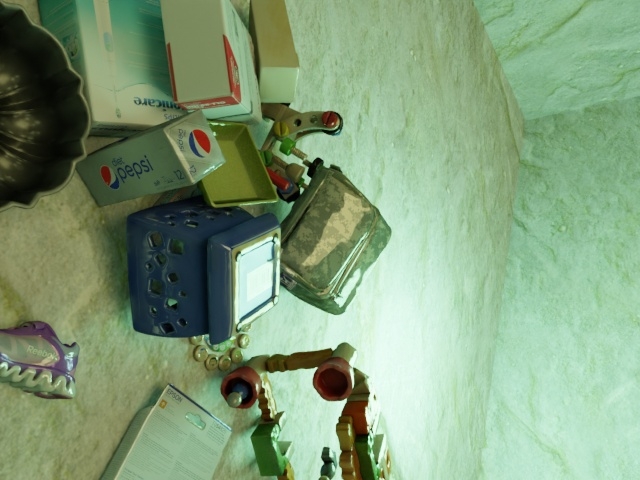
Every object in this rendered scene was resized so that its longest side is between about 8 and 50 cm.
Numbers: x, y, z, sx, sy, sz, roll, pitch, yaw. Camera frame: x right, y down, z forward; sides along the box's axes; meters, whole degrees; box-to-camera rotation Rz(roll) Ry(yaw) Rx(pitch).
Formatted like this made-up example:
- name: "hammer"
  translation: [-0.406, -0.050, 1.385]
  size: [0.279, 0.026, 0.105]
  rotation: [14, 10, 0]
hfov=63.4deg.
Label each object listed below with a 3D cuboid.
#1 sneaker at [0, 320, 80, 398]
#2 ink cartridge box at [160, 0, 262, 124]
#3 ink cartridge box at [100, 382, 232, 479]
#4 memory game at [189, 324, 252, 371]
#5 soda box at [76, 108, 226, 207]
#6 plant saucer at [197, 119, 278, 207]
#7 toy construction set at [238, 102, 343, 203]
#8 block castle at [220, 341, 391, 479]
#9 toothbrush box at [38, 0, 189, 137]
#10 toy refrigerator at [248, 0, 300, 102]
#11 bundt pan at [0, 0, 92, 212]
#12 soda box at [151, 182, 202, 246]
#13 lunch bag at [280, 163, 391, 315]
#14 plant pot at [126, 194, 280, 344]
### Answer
- name: "sneaker"
  translation: [-0.474, 0.166, 0.805]
  size: [0.236, 0.095, 0.105]
  rotation: [46, 45, -45]
- name: "ink cartridge box"
  translation: [-0.203, -0.343, 1.021]
  size: [0.273, 0.114, 0.197]
  rotation: [-25, 108, -85]
- name: "ink cartridge box"
  translation: [-0.297, 0.432, 1.026]
  size: [0.223, 0.045, 0.224]
  rotation: [53, 46, -35]
- name: "memory game"
  translation: [-0.222, 0.205, 1.178]
  size: [0.186, 0.012, 0.186]
  rotation: [9, 78, -51]
- name: "soda box"
  translation: [-0.302, -0.136, 0.896]
  size: [0.091, 0.286, 0.098]
  rotation: [-46, 119, -44]
- name: "plant saucer"
  translation: [-0.191, -0.147, 1.037]
  size: [0.188, 0.045, 0.189]
  rotation: [-12, 75, -53]
- name: "toy construction set"
  translation: [-0.113, -0.237, 1.244]
  size: [0.237, 0.258, 0.309]
  rotation: [33, 27, 6]
- name: "block castle"
  translation: [-0.020, 0.472, 1.143]
  size: [0.213, 0.302, 0.454]
  rotation: [-40, 119, -72]
- name: "toothbrush box"
  translation: [-0.374, -0.346, 0.961]
  size: [0.216, 0.126, 0.296]
  rotation: [-13, 95, -53]
- name: "toy refrigerator"
  translation: [-0.112, -0.457, 1.229]
  size: [0.094, 0.102, 0.270]
  rotation: [-2, 56, -13]
- name: "bundt pan"
  translation: [-0.522, -0.195, 0.755]
  size: [0.330, 0.124, 0.331]
  rotation: [8, 79, -52]
- name: "soda box"
  translation: [-0.306, -0.058, 1.067]
  size: [0.063, 0.058, 0.183]
  rotation: [56, 47, -31]
- name: "lunch bag"
  translation: [0.000, 0.000, 1.265]
  size: [0.305, 0.212, 0.256]
  rotation: [-56, 138, -12]
- name: "plant pot"
  translation: [-0.205, 0.053, 0.988]
  size: [0.236, 0.212, 0.236]
  rotation: [-30, 127, -60]
